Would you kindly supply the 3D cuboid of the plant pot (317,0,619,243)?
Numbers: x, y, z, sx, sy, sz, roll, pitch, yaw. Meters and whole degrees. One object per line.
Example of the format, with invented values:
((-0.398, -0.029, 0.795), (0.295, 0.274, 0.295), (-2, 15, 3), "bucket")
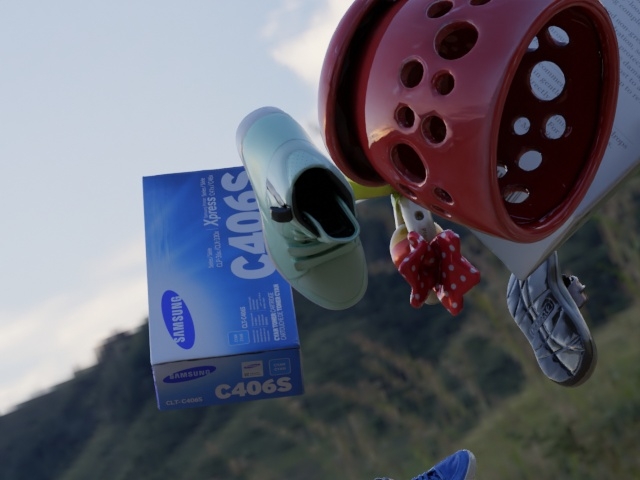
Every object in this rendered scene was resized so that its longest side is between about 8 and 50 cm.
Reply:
((0.108, -0.110, 1.294), (0.174, 0.191, 0.191), (20, 16, 35), "plant pot")

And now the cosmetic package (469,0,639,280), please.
((0.296, -0.192, 1.832), (0.453, 0.230, 0.161), (-40, -9, -28), "cosmetic package")

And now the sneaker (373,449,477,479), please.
((0.107, 0.289, 1.980), (0.152, 0.084, 0.058), (-49, 24, 7), "sneaker")

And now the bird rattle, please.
((0.142, 0.000, 2.304), (0.143, 0.253, 0.207), (-24, -28, -6), "bird rattle")

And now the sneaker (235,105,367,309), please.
((-0.001, 0.000, 1.730), (0.094, 0.151, 0.256), (-31, -54, -6), "sneaker")

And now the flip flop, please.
((0.331, 0.096, 2.368), (0.080, 0.277, 0.112), (15, -57, -26), "flip flop")

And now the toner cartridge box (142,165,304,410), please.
((-0.118, 0.045, 1.994), (0.165, 0.348, 0.075), (-7, -52, -3), "toner cartridge box")
